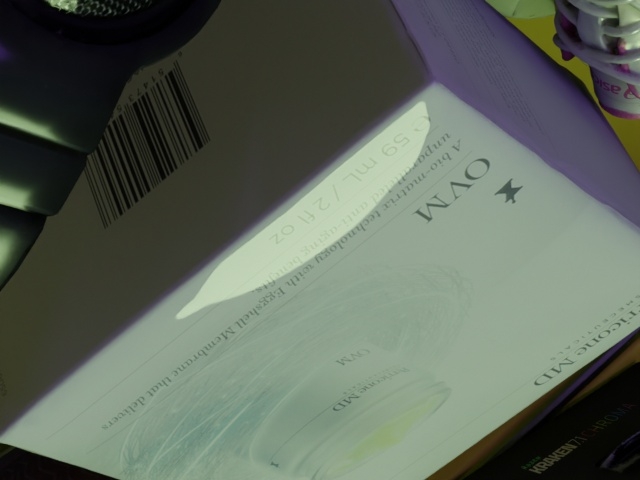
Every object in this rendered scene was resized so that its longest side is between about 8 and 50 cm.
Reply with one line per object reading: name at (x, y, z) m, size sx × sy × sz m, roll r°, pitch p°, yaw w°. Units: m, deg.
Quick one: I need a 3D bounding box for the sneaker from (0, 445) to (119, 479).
sneaker at (-0.148, 0.198, 0.737) m, size 0.290 × 0.106 × 0.123 m, roll -52°, pitch 165°, yaw -34°

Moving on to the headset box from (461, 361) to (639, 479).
headset box at (0.198, 0.241, 1.088) m, size 0.246 × 0.131 × 0.283 m, roll -24°, pitch 117°, yaw -43°

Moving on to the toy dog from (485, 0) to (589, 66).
toy dog at (0.062, -0.190, 0.804) m, size 0.161 × 0.220 × 0.333 m, roll -33°, pitch 129°, yaw 10°

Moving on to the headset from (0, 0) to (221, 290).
headset at (-0.140, -0.144, 0.486) m, size 0.185 × 0.243 × 0.394 m, roll 20°, pitch 100°, yaw -49°

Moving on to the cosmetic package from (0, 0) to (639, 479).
cosmetic package at (0.000, 0.000, 0.714) m, size 0.224 × 0.138 × 0.225 m, roll -39°, pitch 143°, yaw 19°

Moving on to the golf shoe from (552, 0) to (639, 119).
golf shoe at (0.143, -0.120, 0.711) m, size 0.306 × 0.115 × 0.140 m, roll 17°, pitch 108°, yaw -46°
